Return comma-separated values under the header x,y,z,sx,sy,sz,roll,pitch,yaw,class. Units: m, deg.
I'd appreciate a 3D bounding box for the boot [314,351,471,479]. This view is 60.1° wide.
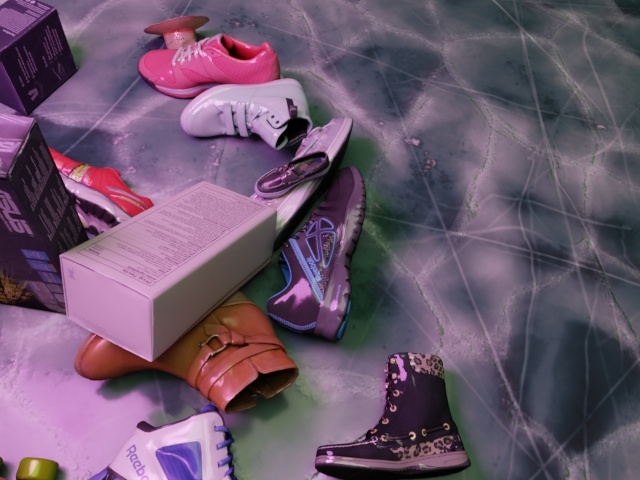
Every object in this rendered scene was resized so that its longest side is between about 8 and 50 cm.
x,y,z,sx,sy,sz,roll,pitch,yaw,class
0.101,0.266,0.846,0.236,0.085,0.179,4,57,-13,boot

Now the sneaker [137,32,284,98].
x,y,z,sx,sy,sz,roll,pitch,yaw,class
-0.227,-0.374,1.138,0.313,0.136,0.116,7,58,4,sneaker

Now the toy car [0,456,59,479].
x,y,z,sx,sy,sz,roll,pitch,yaw,class
-0.422,0.332,0.669,0.148,0.188,0.155,6,59,-4,toy car

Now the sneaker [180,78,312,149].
x,y,z,sx,sy,sz,roll,pitch,yaw,class
-0.141,-0.231,1.069,0.255,0.094,0.151,-16,48,-5,sneaker

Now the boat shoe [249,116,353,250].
x,y,z,sx,sy,sz,roll,pitch,yaw,class
-0.039,-0.127,1.041,0.103,0.118,0.320,31,67,7,boat shoe

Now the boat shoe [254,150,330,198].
x,y,z,sx,sy,sz,roll,pitch,yaw,class
-0.049,-0.119,0.958,0.142,0.040,0.049,-24,69,-9,boat shoe

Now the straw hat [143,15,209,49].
x,y,z,sx,sy,sz,roll,pitch,yaw,class
-0.307,-0.441,1.214,0.144,0.144,0.061,-15,101,-16,straw hat

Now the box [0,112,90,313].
x,y,z,sx,sy,sz,roll,pitch,yaw,class
-0.498,-0.030,0.754,0.318,0.395,0.097,8,59,-4,box

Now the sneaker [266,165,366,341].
x,y,z,sx,sy,sz,roll,pitch,yaw,class
0.000,0.000,0.965,0.139,0.125,0.341,10,56,3,sneaker

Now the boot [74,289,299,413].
x,y,z,sx,sy,sz,roll,pitch,yaw,class
-0.192,0.183,0.814,0.283,0.109,0.220,-17,43,-31,boot

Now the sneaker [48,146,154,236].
x,y,z,sx,sy,sz,roll,pitch,yaw,class
-0.420,-0.097,0.994,0.279,0.107,0.118,34,42,9,sneaker

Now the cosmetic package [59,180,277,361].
x,y,z,sx,sy,sz,roll,pitch,yaw,class
-0.212,0.027,0.842,0.160,0.113,0.309,22,33,19,cosmetic package

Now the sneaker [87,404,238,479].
x,y,z,sx,sy,sz,roll,pitch,yaw,class
-0.146,0.330,0.746,0.315,0.127,0.182,24,61,8,sneaker

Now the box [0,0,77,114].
x,y,z,sx,sy,sz,roll,pitch,yaw,class
-0.579,-0.362,1.077,0.093,0.156,0.158,26,60,8,box
